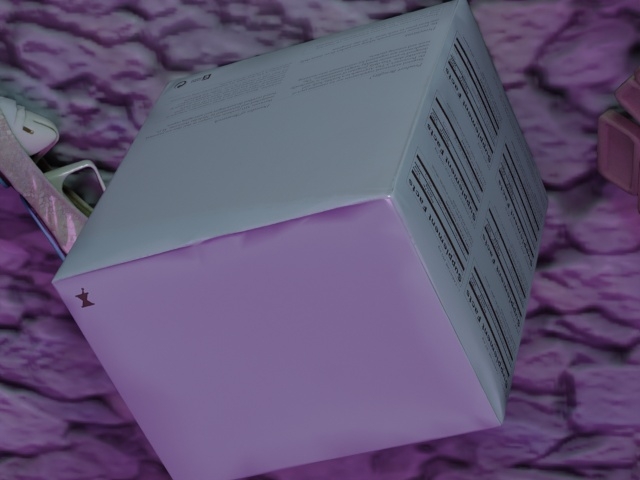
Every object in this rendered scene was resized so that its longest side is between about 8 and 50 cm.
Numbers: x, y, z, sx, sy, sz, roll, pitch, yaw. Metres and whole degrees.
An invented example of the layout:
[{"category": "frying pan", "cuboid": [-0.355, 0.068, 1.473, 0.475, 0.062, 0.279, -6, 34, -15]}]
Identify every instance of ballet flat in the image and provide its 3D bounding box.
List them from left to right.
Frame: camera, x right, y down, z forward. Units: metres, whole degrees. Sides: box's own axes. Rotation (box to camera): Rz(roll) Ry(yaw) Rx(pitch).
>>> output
[{"category": "ballet flat", "cuboid": [-0.168, -0.045, 1.069, 0.052, 0.057, 0.168, -34, 117, 3]}]

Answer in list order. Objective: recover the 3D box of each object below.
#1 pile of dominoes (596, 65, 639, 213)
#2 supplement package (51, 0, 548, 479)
[{"category": "pile of dominoes", "cuboid": [0.256, -0.007, 0.916, 0.251, 0.040, 0.196, 46, 161, 2]}, {"category": "supplement package", "cuboid": [0.000, 0.000, 0.951, 0.194, 0.203, 0.149, -14, 120, 24]}]
